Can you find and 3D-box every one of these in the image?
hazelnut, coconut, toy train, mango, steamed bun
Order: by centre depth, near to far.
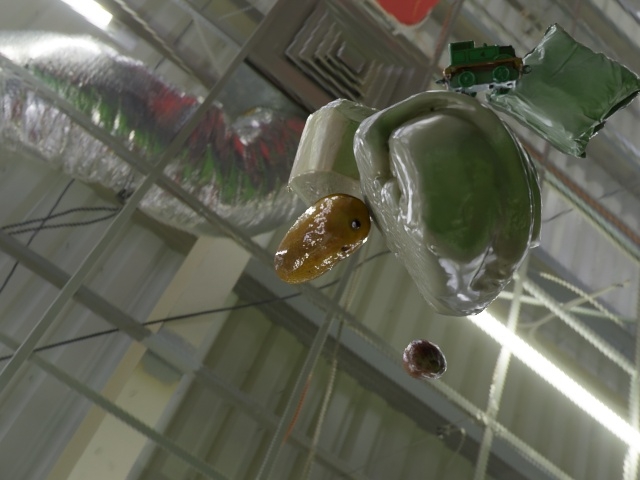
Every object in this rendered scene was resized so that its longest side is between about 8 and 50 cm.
[{"bbox_3d":[0.218,-0.073,1.236,0.255,0.368,0.343,-28,-115,-1],"label":"steamed bun"},{"bbox_3d":[0.000,0.000,1.372,0.109,0.227,0.147,36,-140,-22],"label":"mango"},{"bbox_3d":[0.198,0.229,1.463,0.086,0.086,0.086,18,-125,-28],"label":"hazelnut"},{"bbox_3d":[0.057,-0.137,1.537,0.239,0.239,0.245,24,-110,-25],"label":"coconut"},{"bbox_3d":[0.386,-0.416,1.844,0.091,0.227,0.136,46,-142,-72],"label":"toy train"}]

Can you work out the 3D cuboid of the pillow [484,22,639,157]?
[{"bbox_3d":[0.626,-0.385,1.961,0.310,0.138,0.283,39,-93,21],"label":"pillow"}]
